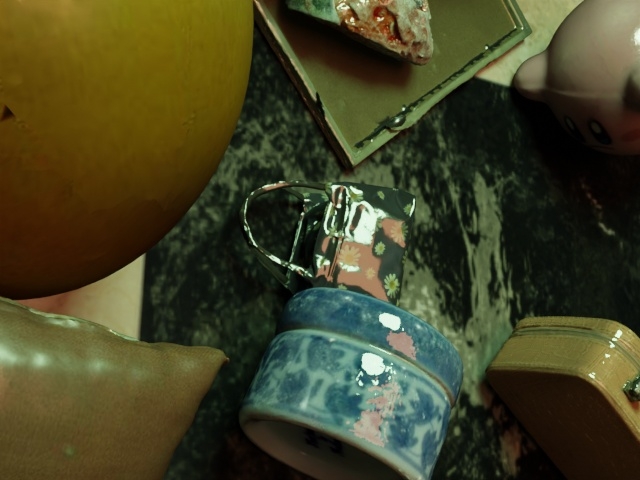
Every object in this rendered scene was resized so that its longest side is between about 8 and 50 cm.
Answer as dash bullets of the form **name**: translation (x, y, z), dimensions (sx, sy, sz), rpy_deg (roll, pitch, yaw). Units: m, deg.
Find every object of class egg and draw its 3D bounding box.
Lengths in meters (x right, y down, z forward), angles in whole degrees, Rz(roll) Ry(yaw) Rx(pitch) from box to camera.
- **egg**: translation (-0.180, -0.139, 0.536), dimensions (0.283, 0.283, 0.351), rpy_deg (-23, 110, -34)

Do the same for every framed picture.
- **framed picture**: translation (0.065, -0.217, 0.878), dimensions (0.281, 0.019, 0.209), rpy_deg (-37, 102, -33)

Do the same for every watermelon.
- **watermelon**: translation (0.065, -0.216, 0.829), dimensions (0.187, 0.071, 0.139), rpy_deg (-47, 111, -31)

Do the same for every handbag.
- **handbag**: translation (0.000, 0.000, 0.767), dimensions (0.139, 0.072, 0.115), rpy_deg (20, 72, -25)
- **handbag**: translation (0.250, 0.152, 0.856), dimensions (0.193, 0.151, 0.072), rpy_deg (50, 61, -15)

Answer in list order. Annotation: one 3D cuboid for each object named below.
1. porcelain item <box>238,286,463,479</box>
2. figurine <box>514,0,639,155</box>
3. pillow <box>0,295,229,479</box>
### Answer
- **porcelain item**: translation (0.025, 0.110, 0.717), dimensions (0.147, 0.147, 0.114), rpy_deg (35, 62, -24)
- **figurine**: translation (0.294, -0.161, 0.930), dimensions (0.173, 0.173, 0.173), rpy_deg (7, 78, -33)
- **pillow**: translation (-0.235, 0.156, 0.503), dimensions (0.308, 0.108, 0.305), rpy_deg (20, 98, -35)
